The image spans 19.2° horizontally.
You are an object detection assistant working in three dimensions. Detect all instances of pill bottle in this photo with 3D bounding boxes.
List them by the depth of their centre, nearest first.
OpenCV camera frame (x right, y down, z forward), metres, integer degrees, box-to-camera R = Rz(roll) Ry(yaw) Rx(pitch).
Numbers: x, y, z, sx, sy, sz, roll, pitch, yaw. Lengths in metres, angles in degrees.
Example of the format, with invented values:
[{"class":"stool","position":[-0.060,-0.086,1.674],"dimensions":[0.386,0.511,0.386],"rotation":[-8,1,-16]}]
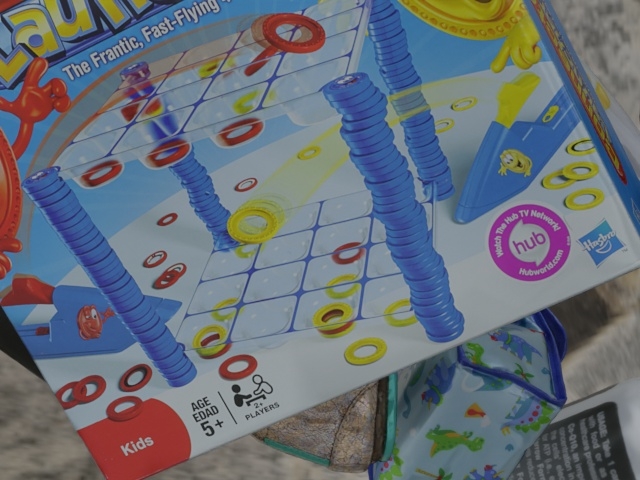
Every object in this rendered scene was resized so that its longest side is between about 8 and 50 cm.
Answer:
[{"class":"pill bottle","position":[0.212,0.202,1.440],"dimensions":[0.283,0.161,0.161],"rotation":[-24,78,20]}]

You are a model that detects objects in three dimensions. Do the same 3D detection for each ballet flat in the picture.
[{"class":"ballet flat","position":[0.000,0.000,1.196],"dimensions":[0.106,0.108,0.316],"rotation":[5,49,0]}]

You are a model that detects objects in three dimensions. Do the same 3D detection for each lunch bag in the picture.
[{"class":"lunch bag","position":[0.094,0.096,1.238],"dimensions":[0.096,0.151,0.129],"rotation":[24,117,-15]}]

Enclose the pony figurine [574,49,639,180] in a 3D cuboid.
[{"class":"pony figurine","position":[0.300,0.024,1.070],"dimensions":[0.351,0.303,0.363],"rotation":[-17,81,-34]}]

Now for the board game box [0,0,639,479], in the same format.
[{"class":"board game box","position":[-0.039,-0.071,0.925],"dimensions":[0.308,0.086,0.302],"rotation":[-25,106,16]}]

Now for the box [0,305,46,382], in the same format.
[{"class":"box","position":[-0.198,-0.022,1.373],"dimensions":[0.295,0.293,0.073],"rotation":[34,48,19]}]
